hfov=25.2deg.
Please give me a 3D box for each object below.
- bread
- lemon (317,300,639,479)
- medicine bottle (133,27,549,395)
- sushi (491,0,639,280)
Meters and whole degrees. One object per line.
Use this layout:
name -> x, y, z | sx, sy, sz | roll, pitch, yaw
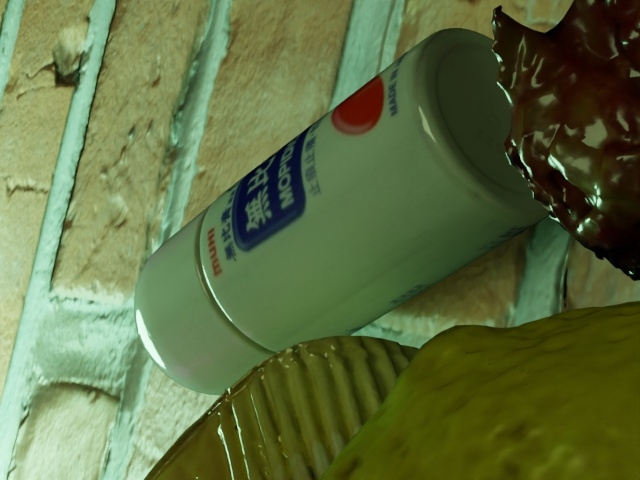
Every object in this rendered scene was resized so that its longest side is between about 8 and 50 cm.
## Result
bread -> -0.005, 0.182, 0.846 | 0.250, 0.179, 0.133 | -45, 36, 22
lemon -> 0.147, 0.187, 0.493 | 0.387, 0.350, 0.349 | 28, 100, 66
medicine bottle -> 0.000, 0.000, 0.947 | 0.341, 0.130, 0.130 | -34, 52, 42
sushi -> 0.238, -0.100, 0.628 | 0.343, 0.182, 0.196 | -46, 51, 37
